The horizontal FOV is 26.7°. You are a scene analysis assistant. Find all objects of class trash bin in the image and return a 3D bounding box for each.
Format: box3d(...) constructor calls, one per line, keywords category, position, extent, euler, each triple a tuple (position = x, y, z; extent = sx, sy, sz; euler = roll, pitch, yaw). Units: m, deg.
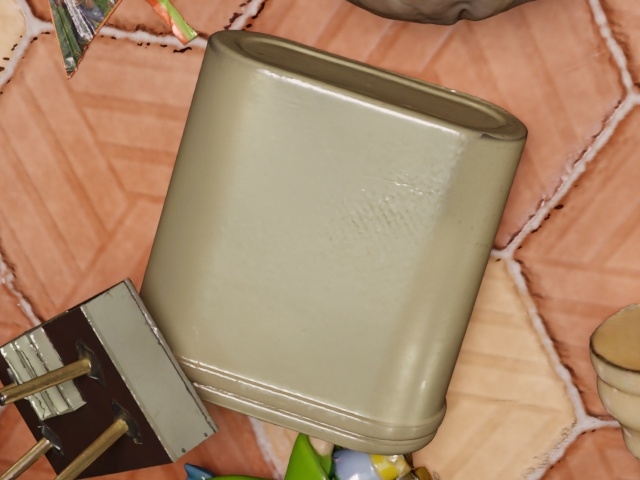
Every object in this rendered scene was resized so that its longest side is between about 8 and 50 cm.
box3d(category="trash bin", position=(0.000, 0.000, 0.953), extent=(0.243, 0.121, 0.247), euler=(17, 111, 4))

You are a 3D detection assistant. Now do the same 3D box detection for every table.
box3d(category="table", position=(-0.191, 0.124, 0.965), extent=(0.121, 0.111, 0.240), euler=(60, 149, -3))

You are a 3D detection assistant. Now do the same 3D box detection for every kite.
box3d(category="kite", position=(-0.148, -0.198, 0.955), extent=(0.159, 0.010, 0.190), euler=(37, 115, -6))

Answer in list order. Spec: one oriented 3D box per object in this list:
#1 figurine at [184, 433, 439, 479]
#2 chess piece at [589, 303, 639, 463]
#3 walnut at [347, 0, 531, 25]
box3d(category="figurine", position=(-0.036, 0.233, 1.049), extent=(0.263, 0.143, 0.162), euler=(-29, 110, 10))
box3d(category="chess piece", position=(0.280, 0.241, 1.001), extent=(0.117, 0.117, 0.397), euler=(-6, 112, 13))
box3d(category="walnut", position=(0.070, -0.237, 0.798), extent=(0.224, 0.224, 0.224), euler=(4, 113, 10))
